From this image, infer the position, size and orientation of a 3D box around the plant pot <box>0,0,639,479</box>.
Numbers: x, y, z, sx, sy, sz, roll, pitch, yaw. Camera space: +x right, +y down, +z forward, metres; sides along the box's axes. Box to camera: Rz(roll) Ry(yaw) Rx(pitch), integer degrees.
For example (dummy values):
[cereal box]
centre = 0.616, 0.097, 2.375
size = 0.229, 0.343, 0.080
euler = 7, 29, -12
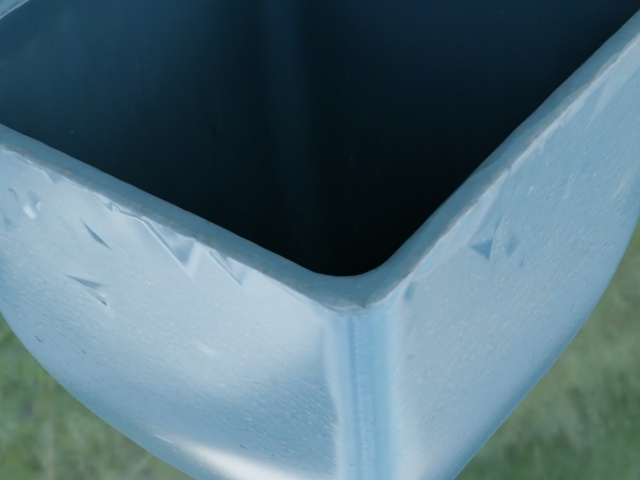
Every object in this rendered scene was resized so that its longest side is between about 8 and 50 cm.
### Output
[plant pot]
centre = 0.000, 0.000, 0.785
size = 0.247, 0.247, 0.252
euler = 25, 141, 29
